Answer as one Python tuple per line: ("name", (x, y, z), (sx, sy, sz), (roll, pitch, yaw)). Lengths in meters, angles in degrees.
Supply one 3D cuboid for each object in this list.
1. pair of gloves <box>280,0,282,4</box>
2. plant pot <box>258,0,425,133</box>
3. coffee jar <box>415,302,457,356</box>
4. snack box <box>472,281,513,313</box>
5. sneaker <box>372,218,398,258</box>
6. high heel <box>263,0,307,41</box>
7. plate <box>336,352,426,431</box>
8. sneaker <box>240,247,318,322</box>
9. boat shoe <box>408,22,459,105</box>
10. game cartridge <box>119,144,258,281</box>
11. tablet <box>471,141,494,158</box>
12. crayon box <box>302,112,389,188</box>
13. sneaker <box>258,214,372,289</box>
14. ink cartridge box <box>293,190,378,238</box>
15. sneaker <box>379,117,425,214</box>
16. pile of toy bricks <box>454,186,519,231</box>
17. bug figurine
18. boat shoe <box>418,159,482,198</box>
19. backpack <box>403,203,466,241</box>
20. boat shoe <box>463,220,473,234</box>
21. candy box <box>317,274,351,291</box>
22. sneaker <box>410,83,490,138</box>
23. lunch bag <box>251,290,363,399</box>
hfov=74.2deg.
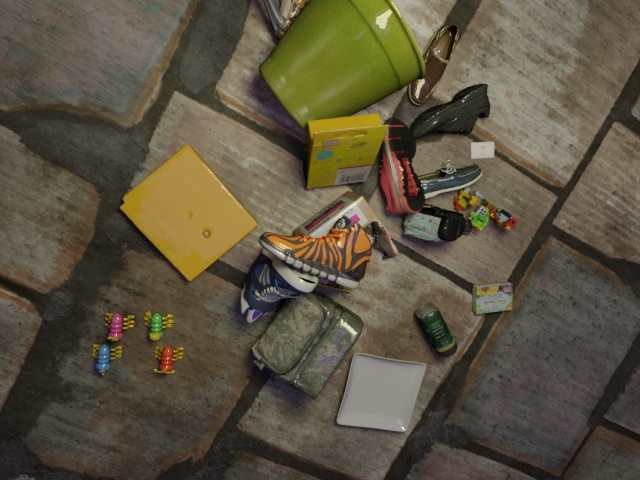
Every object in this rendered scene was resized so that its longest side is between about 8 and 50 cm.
("pair of gloves", (-0.068, -0.826, 1.222), (0.240, 0.042, 0.204), (-37, 109, 4))
("plant pot", (0.034, -0.489, 1.167), (0.353, 0.366, 0.366), (-36, 104, 10))
("coffee jar", (0.408, 0.316, 1.489), (0.079, 0.096, 0.184), (-30, 103, 0))
("snack box", (0.622, 0.207, 1.534), (0.141, 0.037, 0.100), (-6, 103, -8))
("sneaker", (0.200, -0.003, 1.414), (0.065, 0.061, 0.157), (-30, 103, 4))
("high heel", (-0.042, -0.691, 1.224), (0.261, 0.093, 0.186), (-36, 135, -10))
("plate", (0.214, 0.543, 1.526), (0.278, 0.045, 0.277), (12, 98, -12))
("sneaker", (-0.137, 0.160, 1.257), (0.130, 0.323, 0.236), (21, 96, -30))
("boat shoe", (0.351, -0.551, 1.315), (0.095, 0.095, 0.257), (18, 97, -12))
("game cartridge", (-0.403, -0.081, 1.307), (0.285, 0.052, 0.323), (-39, 102, 0))
("tablet", (0.552, -0.307, 1.441), (0.083, 0.006, 0.054), (-5, 101, -9))
("crayon box", (0.060, -0.261, 1.212), (0.203, 0.318, 0.081), (-8, 73, -8))
("sneaker", (0.000, 0.000, 1.160), (0.321, 0.125, 0.180), (23, 93, -25))
("ink cartridge box", (0.038, -0.047, 1.309), (0.235, 0.193, 0.088), (-37, 104, -2))
("sneaker", (0.227, -0.230, 1.346), (0.116, 0.136, 0.313), (-5, 84, -36))
("pile of toy bricks", (0.549, -0.080, 1.429), (0.212, 0.118, 0.105), (32, 102, -13))
("bug figurine", (-0.583, 0.328, 1.339), (0.279, 0.072, 0.216), (3, 100, -10))
("boat shoe", (0.406, -0.209, 1.394), (0.255, 0.095, 0.079), (-17, 114, 3))
("backpack", (0.354, -0.055, 1.369), (0.152, 0.182, 0.115), (7, 98, -48))
("boat shoe", (0.462, -0.058, 1.450), (0.152, 0.049, 0.056), (22, 97, -12))
("candy box", (0.056, 0.106, 1.366), (0.206, 0.027, 0.105), (19, 97, -51))
("sneaker", (0.425, -0.388, 1.359), (0.286, 0.109, 0.130), (-28, 112, 0))
("lunch bag", (-0.045, 0.314, 1.365), (0.256, 0.212, 0.305), (35, 93, 3))
